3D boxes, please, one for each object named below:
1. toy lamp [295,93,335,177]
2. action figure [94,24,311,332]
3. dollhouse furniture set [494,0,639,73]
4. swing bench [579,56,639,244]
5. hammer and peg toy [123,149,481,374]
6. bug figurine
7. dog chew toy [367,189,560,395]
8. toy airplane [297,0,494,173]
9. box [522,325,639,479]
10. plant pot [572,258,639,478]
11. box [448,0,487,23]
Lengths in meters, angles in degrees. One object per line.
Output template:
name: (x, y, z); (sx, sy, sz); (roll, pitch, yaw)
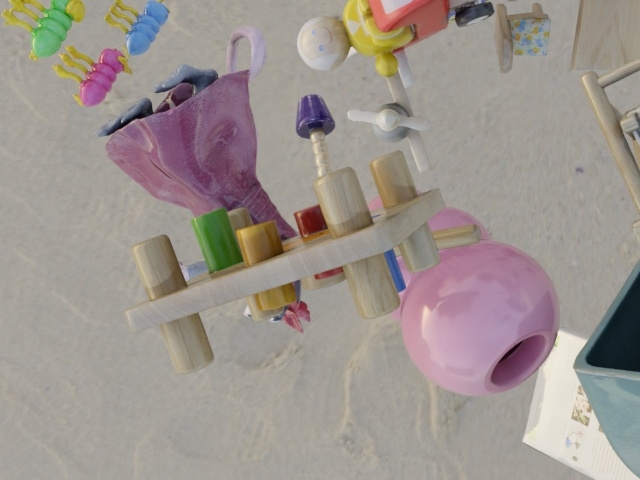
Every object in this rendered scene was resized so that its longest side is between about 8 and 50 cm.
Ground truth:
toy lamp: (0.004, -0.143, 1.604); (0.080, 0.080, 0.275); (-19, 68, 17)
action figure: (-0.111, -0.043, 1.123); (0.276, 0.248, 0.370); (-41, 105, -14)
dollhouse furniture set: (0.470, -0.418, 1.312); (0.362, 0.256, 0.394); (-1, 132, 5)
swing bench: (0.436, -0.089, 0.855); (0.253, 0.165, 0.255); (-26, 64, 31)
hammer and peg toy: (0.000, 0.000, 0.862); (0.266, 0.361, 0.127); (-19, 94, 21)
bug figurine: (-0.280, -0.288, 1.095); (0.072, 0.279, 0.216); (19, 74, 19)
dog chew toy: (0.164, 0.049, 1.162); (0.206, 0.206, 0.332); (-53, 50, 17)
toy airplane: (0.084, -0.351, 1.423); (0.272, 0.386, 0.384); (-21, 138, -12)
box: (0.505, 0.300, 1.479); (0.322, 0.058, 0.232); (21, 103, 54)
plant pot: (0.485, 0.188, 1.026); (0.247, 0.248, 0.252); (2, 123, 42)
box: (0.271, -0.459, 1.572); (0.169, 0.054, 0.059); (-31, 131, -2)
